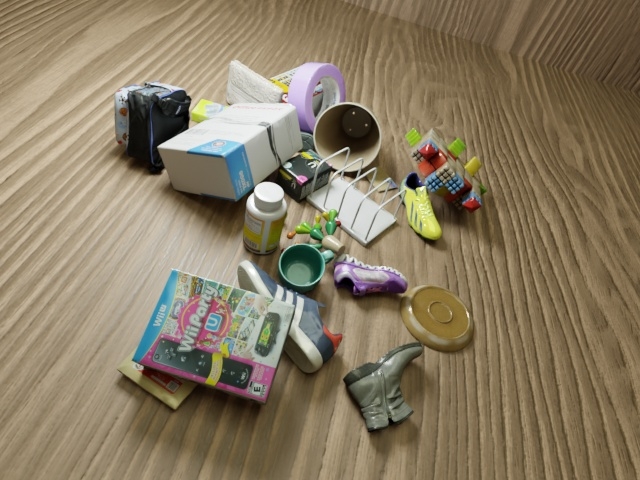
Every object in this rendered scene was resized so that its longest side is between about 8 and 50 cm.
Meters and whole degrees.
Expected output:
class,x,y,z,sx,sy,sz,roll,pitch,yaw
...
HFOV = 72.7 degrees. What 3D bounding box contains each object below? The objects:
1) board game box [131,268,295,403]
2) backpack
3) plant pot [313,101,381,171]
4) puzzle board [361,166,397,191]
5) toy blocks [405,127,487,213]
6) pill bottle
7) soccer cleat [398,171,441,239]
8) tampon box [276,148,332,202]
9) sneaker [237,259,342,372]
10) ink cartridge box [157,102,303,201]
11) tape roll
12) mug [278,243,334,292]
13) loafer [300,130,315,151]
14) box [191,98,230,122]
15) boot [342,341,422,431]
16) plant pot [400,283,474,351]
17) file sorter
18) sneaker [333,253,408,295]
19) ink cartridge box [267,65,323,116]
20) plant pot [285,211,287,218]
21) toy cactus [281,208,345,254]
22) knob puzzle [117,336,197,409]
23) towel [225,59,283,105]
class,x,y,z,sx,sy,sz,roll,pitch,yaw
board game box,-0.234,0.221,1.002,0.303,0.097,0.224,16,67,3
backpack,-0.563,-0.416,1.493,0.213,0.277,0.263,25,34,5
plant pot,0.128,-0.439,1.727,0.256,0.257,0.274,21,30,3
puzzle board,0.231,-0.241,1.713,0.096,0.011,0.128,-16,55,-29
toy blocks,0.462,-0.246,1.607,0.381,0.190,0.261,45,32,-9
pill bottle,-0.166,-0.066,1.296,0.117,0.215,0.117,8,47,-9
soccer cleat,0.361,-0.128,1.570,0.093,0.121,0.289,-3,50,-19
tampon box,-0.058,-0.234,1.558,0.120,0.101,0.161,39,50,20
sneaker,-0.081,0.177,1.166,0.148,0.131,0.350,-30,72,-34
ink cartridge box,-0.284,-0.314,1.462,0.285,0.166,0.395,13,41,29
tape roll,-0.011,-0.567,1.750,0.090,0.275,0.274,21,42,33
mug,-0.045,0.088,1.259,0.157,0.097,0.130,9,65,-6
loafer,-0.152,-0.415,1.721,0.267,0.096,0.084,12,26,-14
box,-0.411,-0.500,1.742,0.178,0.042,0.109,16,47,-1
boot,0.189,0.372,1.106,0.246,0.083,0.161,-20,63,-24
plant pot,0.357,0.222,1.312,0.236,0.032,0.236,8,47,-8
file sorter,0.127,-0.159,1.497,0.277,0.173,0.192,40,51,19
sneaker,0.141,0.126,1.302,0.236,0.095,0.105,16,51,6
ink cartridge box,-0.139,-0.631,1.881,0.271,0.130,0.309,35,49,18
plant pot,-0.152,-0.110,1.443,0.083,0.083,0.079,6,35,-11
toy cactus,0.000,0.000,1.350,0.219,0.112,0.180,-39,50,-24
knob puzzle,-0.352,0.285,1.050,0.213,0.030,0.213,8,47,-8
towel,-0.273,-0.584,1.759,0.282,0.187,0.049,36,45,18
